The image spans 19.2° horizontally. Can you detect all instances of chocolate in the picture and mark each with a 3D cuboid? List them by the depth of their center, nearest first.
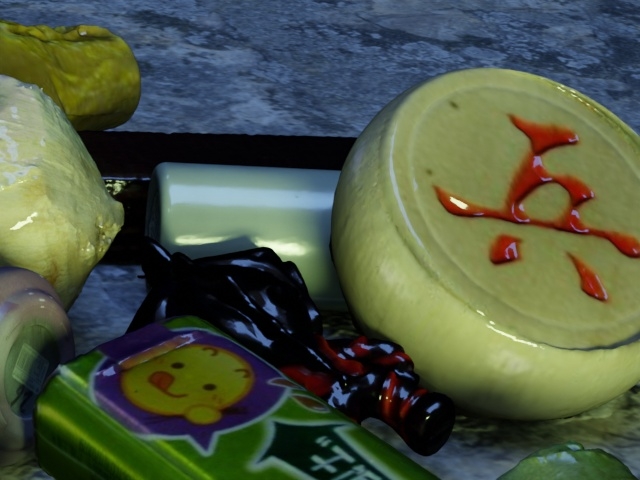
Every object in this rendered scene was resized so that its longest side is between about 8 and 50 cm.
[{"bbox_3d":[-0.305,-0.103,1.426,0.162,0.162,0.445,22,25,30],"label":"chocolate"}]

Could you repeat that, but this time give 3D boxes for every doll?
[{"bbox_3d":[-0.034,0.075,1.198,0.248,0.088,0.127,31,24,30],"label":"doll"}]

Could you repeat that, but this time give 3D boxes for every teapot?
[{"bbox_3d":[-0.231,0.083,1.114,0.146,0.148,0.116,7,-16,27],"label":"teapot"}]

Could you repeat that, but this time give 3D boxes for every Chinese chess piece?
[{"bbox_3d":[0.128,0.001,1.267,0.249,0.103,0.250,13,52,-16],"label":"Chinese chess piece"}]

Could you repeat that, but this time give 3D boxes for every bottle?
[{"bbox_3d":[0.000,0.000,1.357,0.245,0.104,0.104,2,23,-12],"label":"bottle"}]

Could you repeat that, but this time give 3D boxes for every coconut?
[{"bbox_3d":[-0.223,-0.018,1.236,0.194,0.194,0.194,7,23,-3],"label":"coconut"}]

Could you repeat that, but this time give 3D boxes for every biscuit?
[{"bbox_3d":[-0.010,-0.033,1.472,0.388,0.073,0.107,0,23,-17],"label":"biscuit"}]

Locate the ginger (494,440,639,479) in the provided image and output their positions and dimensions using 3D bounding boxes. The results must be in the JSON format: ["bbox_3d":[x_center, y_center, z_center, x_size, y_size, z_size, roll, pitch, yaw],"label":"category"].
[{"bbox_3d":[0.203,0.196,0.981,0.290,0.089,0.137,29,8,30],"label":"ginger"}]

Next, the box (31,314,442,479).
[{"bbox_3d":[-0.003,0.157,0.993,0.134,0.097,0.345,-22,36,-36],"label":"box"}]
